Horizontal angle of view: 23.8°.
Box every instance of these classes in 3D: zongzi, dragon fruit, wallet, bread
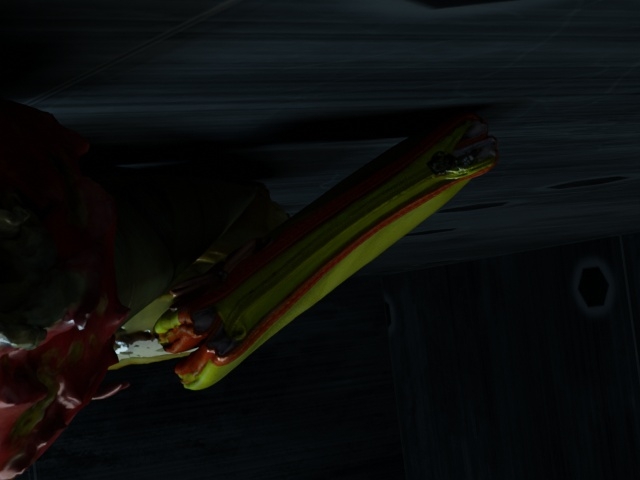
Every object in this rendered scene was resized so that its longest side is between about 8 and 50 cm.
[{"bbox_3d":[-0.221,0.012,1.008,0.273,0.145,0.300,0,-162,26],"label":"zongzi"},{"bbox_3d":[-0.178,0.023,0.632,0.205,0.210,0.268,-50,-159,-26],"label":"dragon fruit"},{"bbox_3d":[0.000,0.000,0.994,0.241,0.067,0.141,-37,180,-16],"label":"wallet"},{"bbox_3d":[-0.137,0.021,1.152,0.235,0.099,0.210,-12,-164,2],"label":"bread"}]
